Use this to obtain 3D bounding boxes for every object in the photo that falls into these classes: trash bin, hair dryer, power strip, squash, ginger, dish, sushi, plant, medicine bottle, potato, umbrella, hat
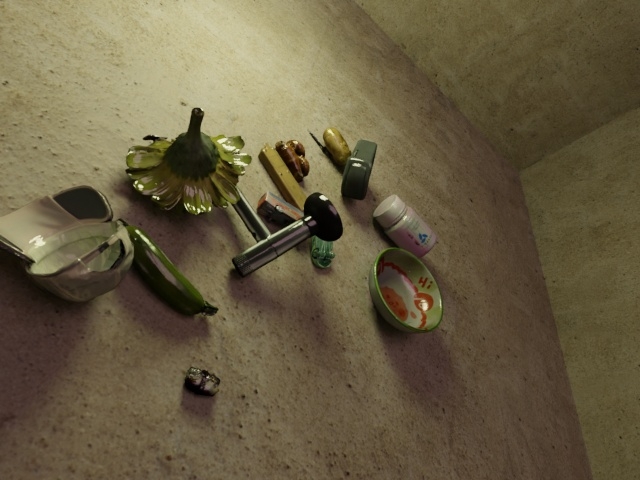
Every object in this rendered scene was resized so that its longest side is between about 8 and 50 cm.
[{"bbox_3d":[0.154,-0.274,1.588,0.101,0.177,0.236,14,42,8],"label":"trash bin"},{"bbox_3d":[-0.131,-0.082,1.145,0.320,0.155,0.284,-22,91,-22],"label":"hair dryer"},{"bbox_3d":[-0.116,-0.195,1.377,0.064,0.044,0.306,-31,87,-50],"label":"power strip"},{"bbox_3d":[-0.366,0.073,0.934,0.318,0.071,0.080,48,40,-10],"label":"squash"},{"bbox_3d":[-0.091,-0.284,1.439,0.103,0.073,0.162,-28,92,-36],"label":"ginger"},{"bbox_3d":[0.285,0.197,1.462,0.323,0.124,0.325,21,49,-26],"label":"dish"},{"bbox_3d":[-0.263,0.319,0.899,0.083,0.044,0.046,33,45,-22],"label":"sushi"},{"bbox_3d":[-0.351,-0.224,1.029,0.306,0.261,0.297,-60,155,-28],"label":"plant"},{"bbox_3d":[0.344,-0.055,1.652,0.254,0.152,0.152,45,42,-15],"label":"medicine bottle"},{"bbox_3d":[0.071,-0.377,1.634,0.171,0.080,0.107,54,9,-10],"label":"potato"},{"bbox_3d":[-0.004,-0.393,1.631,0.149,0.022,0.022,50,-1,-8],"label":"umbrella"},{"bbox_3d":[-0.508,0.010,0.790,0.274,0.161,0.232,29,31,3],"label":"hat"}]

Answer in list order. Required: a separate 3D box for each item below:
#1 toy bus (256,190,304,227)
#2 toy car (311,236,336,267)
[{"bbox_3d":[-0.111,-0.081,1.293,0.192,0.065,0.077,31,40,-27],"label":"toy bus"},{"bbox_3d":[0.000,0.000,1.351,0.093,0.058,0.186,9,78,-45],"label":"toy car"}]
